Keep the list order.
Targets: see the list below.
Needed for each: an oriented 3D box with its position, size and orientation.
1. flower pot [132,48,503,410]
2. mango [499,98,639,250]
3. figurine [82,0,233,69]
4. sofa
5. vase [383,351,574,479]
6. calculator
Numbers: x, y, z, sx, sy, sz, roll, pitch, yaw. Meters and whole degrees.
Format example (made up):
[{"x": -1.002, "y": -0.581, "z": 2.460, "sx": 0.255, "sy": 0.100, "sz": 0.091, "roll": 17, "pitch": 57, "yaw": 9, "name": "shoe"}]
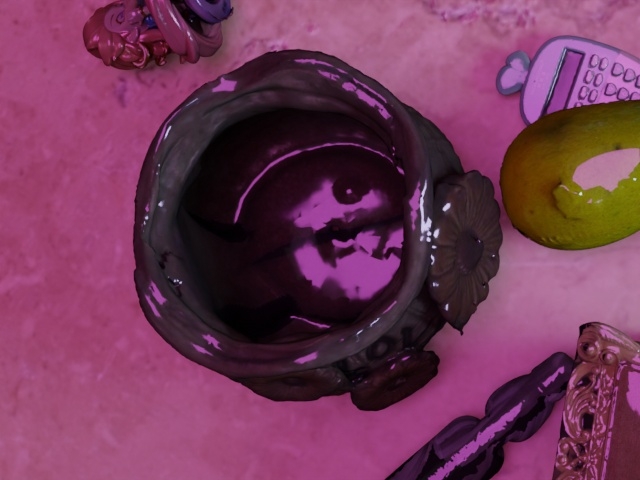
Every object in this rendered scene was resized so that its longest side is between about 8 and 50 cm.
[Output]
[{"x": 0.000, "y": 0.000, "z": 1.044, "sx": 0.302, "sy": 0.213, "sz": 0.302, "roll": -2, "pitch": 85, "yaw": 17, "name": "flower pot"}, {"x": 0.237, "y": -0.058, "z": 1.030, "sx": 0.178, "sy": 0.100, "sz": 0.119, "roll": -24, "pitch": 110, "yaw": 16, "name": "mango"}, {"x": -0.151, "y": -0.209, "z": 1.169, "sx": 0.157, "sy": 0.114, "sz": 0.126, "roll": -42, "pitch": 36, "yaw": 36, "name": "figurine"}, {"x": 0.295, "y": 0.174, "z": 0.927, "sx": 0.182, "sy": 0.258, "sz": 0.200, "roll": 8, "pitch": 87, "yaw": 30, "name": "sofa"}, {"x": 0.142, "y": 0.173, "z": 1.068, "sx": 0.211, "sy": 0.060, "sz": 0.060, "roll": -42, "pitch": 76, "yaw": 10, "name": "vase"}, {"x": 0.231, "y": -0.130, "z": 1.086, "sx": 0.153, "sy": 0.021, "sz": 0.095, "roll": 19, "pitch": 91, "yaw": 16, "name": "calculator"}]
